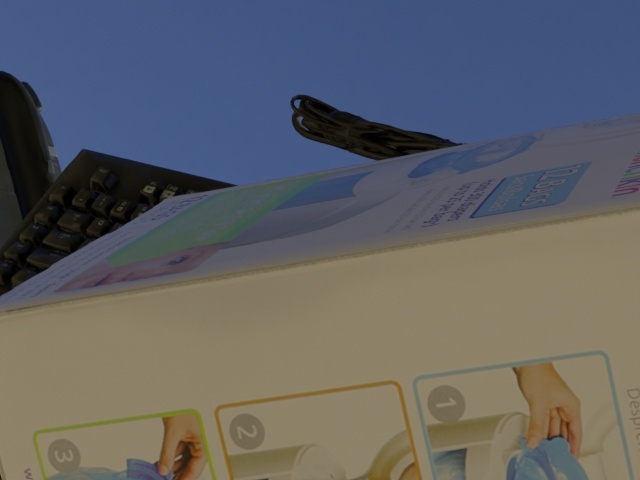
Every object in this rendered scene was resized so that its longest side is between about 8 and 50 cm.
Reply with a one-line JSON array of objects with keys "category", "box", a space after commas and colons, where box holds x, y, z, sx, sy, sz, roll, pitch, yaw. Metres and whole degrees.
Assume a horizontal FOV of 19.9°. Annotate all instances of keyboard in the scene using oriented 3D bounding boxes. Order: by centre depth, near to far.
[{"category": "keyboard", "box": [0.000, 0.000, 0.846, 0.317, 0.201, 0.033, 15, -40, 33]}]

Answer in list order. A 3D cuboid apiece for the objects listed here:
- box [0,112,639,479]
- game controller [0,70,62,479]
[{"category": "box", "box": [0.049, 0.035, 0.388, 0.203, 0.114, 0.103, -10, -79, 20]}, {"category": "game controller", "box": [-0.192, 0.038, 1.099, 0.067, 0.166, 0.319, -24, -105, 29]}]
